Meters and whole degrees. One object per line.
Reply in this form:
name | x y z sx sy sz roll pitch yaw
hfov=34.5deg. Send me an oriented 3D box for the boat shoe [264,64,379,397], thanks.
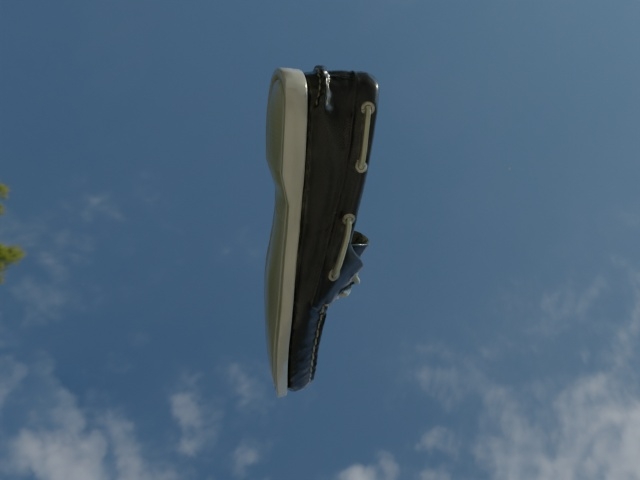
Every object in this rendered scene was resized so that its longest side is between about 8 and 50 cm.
boat shoe | 0.000 0.000 0.900 0.091 0.114 0.302 -1 -64 -12
